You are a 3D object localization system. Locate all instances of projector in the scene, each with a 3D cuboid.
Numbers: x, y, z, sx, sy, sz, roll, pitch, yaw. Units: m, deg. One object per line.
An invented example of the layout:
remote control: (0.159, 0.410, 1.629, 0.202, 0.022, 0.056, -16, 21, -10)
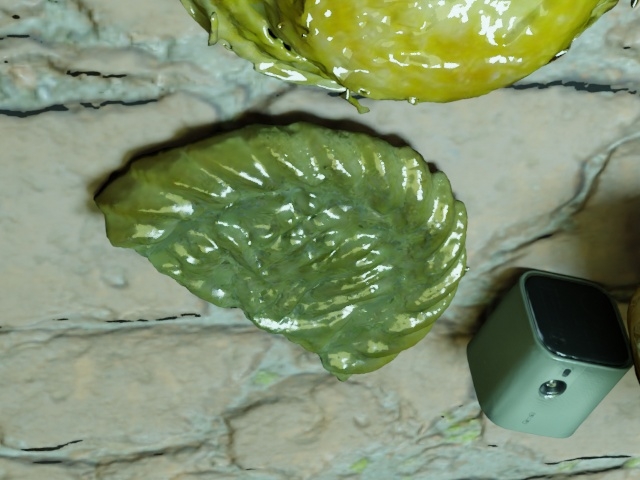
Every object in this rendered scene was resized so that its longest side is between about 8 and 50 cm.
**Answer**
projector: (0.161, 0.081, 1.243, 0.083, 0.083, 0.082, 11, 134, -24)

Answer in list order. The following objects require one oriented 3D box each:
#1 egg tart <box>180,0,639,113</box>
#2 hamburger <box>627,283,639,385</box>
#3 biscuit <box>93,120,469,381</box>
egg tart: (0.060, -0.162, 0.931, 0.294, 0.116, 0.295, -5, 136, -5)
hamburger: (0.302, 0.115, 1.190, 0.146, 0.243, 0.286, -21, 149, 16)
biscuit: (0.000, 0.000, 1.155, 0.187, 0.036, 0.273, -36, 133, 26)
